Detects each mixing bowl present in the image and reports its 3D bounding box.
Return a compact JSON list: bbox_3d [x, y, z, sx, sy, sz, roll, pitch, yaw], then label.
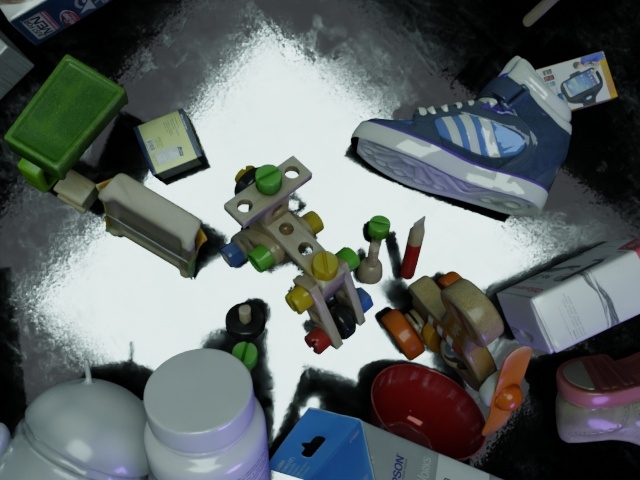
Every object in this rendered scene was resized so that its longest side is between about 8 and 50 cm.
[{"bbox_3d":[0.146,0.285,0.990,0.182,0.181,0.098,20,122,-1],"label":"mixing bowl"}]

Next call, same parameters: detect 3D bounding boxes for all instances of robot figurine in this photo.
[{"bbox_3d":[-0.361,0.348,0.934,0.300,0.200,0.353,30,86,-39],"label":"robot figurine"}]

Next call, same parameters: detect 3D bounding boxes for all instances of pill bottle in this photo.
[{"bbox_3d":[-0.152,0.291,0.897,0.161,0.160,0.283,-1,129,-2],"label":"pill bottle"}]

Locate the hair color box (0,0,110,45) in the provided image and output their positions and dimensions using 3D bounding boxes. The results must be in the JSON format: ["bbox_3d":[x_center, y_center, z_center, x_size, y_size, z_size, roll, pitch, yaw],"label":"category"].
[{"bbox_3d":[-0.361,-0.480,1.027,0.347,0.105,0.173,-33,88,-3],"label":"hair color box"}]

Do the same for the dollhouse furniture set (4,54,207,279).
[{"bbox_3d":[-0.278,-0.096,0.978,0.302,0.197,0.151,31,70,-3],"label":"dollhouse furniture set"}]

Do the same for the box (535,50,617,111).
[{"bbox_3d":[0.412,-0.254,1.085,0.136,0.028,0.081,-17,88,-5],"label":"box"}]

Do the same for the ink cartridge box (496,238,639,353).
[{"bbox_3d":[0.402,0.080,1.000,0.218,0.158,0.092,-26,90,-4],"label":"ink cartridge box"}]

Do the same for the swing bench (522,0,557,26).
[{"bbox_3d":[0.333,-0.503,0.981,0.165,0.254,0.253,-38,89,-4],"label":"swing bench"}]

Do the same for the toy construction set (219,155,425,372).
[{"bbox_3d":[0.000,0.000,0.921,0.309,0.237,0.257,-12,55,-12],"label":"toy construction set"}]

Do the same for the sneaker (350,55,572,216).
[{"bbox_3d":[0.233,-0.193,1.036,0.323,0.130,0.236,20,77,3],"label":"sneaker"}]

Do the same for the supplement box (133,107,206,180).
[{"bbox_3d":[-0.236,-0.150,1.037,0.083,0.056,0.083,-22,88,-3],"label":"supplement box"}]

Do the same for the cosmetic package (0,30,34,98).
[{"bbox_3d":[-0.583,-0.241,1.008,0.238,0.107,0.127,-45,89,-1],"label":"cosmetic package"}]

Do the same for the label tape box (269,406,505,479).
[{"bbox_3d":[0.098,0.382,0.916,0.348,0.249,0.115,22,47,-5],"label":"label tape box"}]

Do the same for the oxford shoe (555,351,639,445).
[{"bbox_3d":[0.533,0.250,1.038,0.349,0.123,0.130,-1,113,-4],"label":"oxford shoe"}]

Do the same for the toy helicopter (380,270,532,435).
[{"bbox_3d":[0.200,0.141,0.891,0.140,0.355,0.235,-33,71,-4],"label":"toy helicopter"}]
